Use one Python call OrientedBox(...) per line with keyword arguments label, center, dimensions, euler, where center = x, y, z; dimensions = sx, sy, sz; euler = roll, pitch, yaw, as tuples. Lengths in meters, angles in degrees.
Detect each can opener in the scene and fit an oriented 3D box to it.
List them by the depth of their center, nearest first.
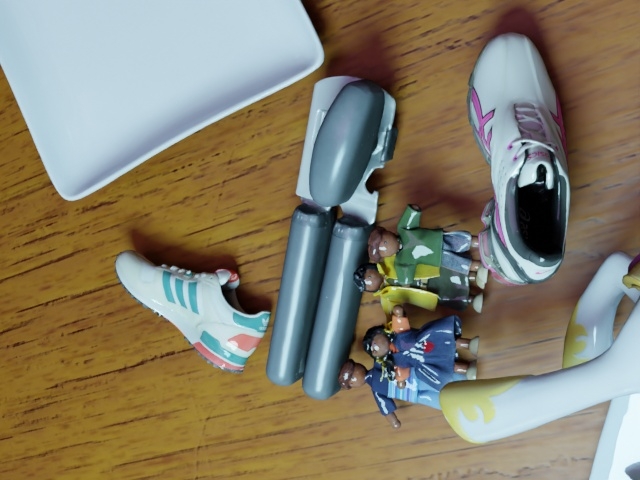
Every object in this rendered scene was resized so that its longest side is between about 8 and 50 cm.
OrientedBox(label="can opener", center=(0.000, 0.000, 0.808), dimensions=(0.074, 0.093, 0.280), euler=(19, 112, 24))

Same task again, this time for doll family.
OrientedBox(label="doll family", center=(0.071, 0.065, 0.784), dimensions=(0.111, 0.076, 0.193), euler=(5, 97, 7))

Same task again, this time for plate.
OrientedBox(label="plate", center=(-0.162, -0.213, 0.856), dimensions=(0.278, 0.045, 0.277), euler=(-26, 87, 18))

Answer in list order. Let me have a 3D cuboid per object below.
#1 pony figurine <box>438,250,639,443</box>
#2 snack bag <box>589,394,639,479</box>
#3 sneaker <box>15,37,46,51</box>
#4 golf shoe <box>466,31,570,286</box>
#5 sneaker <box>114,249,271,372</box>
OrientedBox(label="pony figurine", center=(0.253, 0.106, 0.550), dimensions=(0.351, 0.303, 0.363), euler=(58, 143, 26))
OrientedBox(label="snack bag", center=(0.342, 0.231, 0.693), dimensions=(0.323, 0.037, 0.342), euler=(19, 107, 25))
OrientedBox(label="sneaker", center=(-0.313, -0.215, 0.947), dimensions=(0.170, 0.068, 0.071), euler=(22, 96, 20))
OrientedBox(label="golf shoe", center=(0.149, -0.062, 0.699), dimensions=(0.067, 0.086, 0.186), euler=(-3, 83, -10))
OrientedBox(label="sneaker", center=(-0.113, 0.046, 0.898), dimensions=(0.161, 0.057, 0.075), euler=(39, 98, 18))
